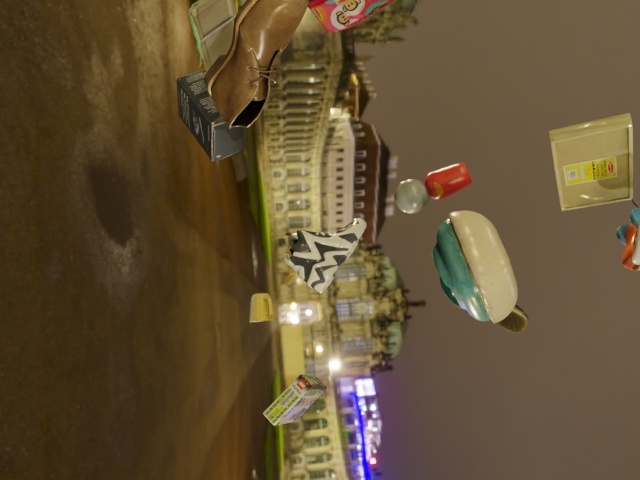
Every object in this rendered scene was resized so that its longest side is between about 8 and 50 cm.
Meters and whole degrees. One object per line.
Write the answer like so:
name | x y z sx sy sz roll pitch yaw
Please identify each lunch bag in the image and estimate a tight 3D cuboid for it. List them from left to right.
lunch bag | 0.101 -0.587 1.178 0.120 0.293 0.258 39 38 -41

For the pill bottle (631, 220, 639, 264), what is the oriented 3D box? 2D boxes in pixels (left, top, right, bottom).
pill bottle | 0.801 0.014 1.251 0.117 0.208 0.117 -31 127 -54

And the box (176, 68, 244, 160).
box | -0.312 -0.357 1.642 0.207 0.108 0.153 53 -27 19

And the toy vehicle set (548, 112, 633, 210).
toy vehicle set | 0.641 -0.174 1.361 0.267 0.166 0.035 55 33 -47

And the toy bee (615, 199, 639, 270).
toy bee | 0.920 -0.039 1.592 0.195 0.162 0.298 88 18 -72

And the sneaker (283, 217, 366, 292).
sneaker | 0.000 0.000 1.368 0.235 0.153 0.094 -53 172 -30

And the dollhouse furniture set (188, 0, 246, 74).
dollhouse furniture set | -0.271 -0.611 1.558 0.301 0.151 0.197 -47 150 -28

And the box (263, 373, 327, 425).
box | -0.051 0.351 1.274 0.036 0.114 0.207 43 -5 17

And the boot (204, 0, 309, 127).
boot | -0.094 -0.298 0.950 0.305 0.112 0.115 -41 -117 50

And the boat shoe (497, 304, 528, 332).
boat shoe | 0.515 0.192 1.721 0.073 0.223 0.080 -19 136 -56

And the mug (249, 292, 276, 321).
mug | -0.131 0.155 1.343 0.062 0.078 0.064 12 71 -61

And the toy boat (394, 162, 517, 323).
toy boat | 0.245 0.005 1.055 0.267 0.148 0.318 46 25 -57
